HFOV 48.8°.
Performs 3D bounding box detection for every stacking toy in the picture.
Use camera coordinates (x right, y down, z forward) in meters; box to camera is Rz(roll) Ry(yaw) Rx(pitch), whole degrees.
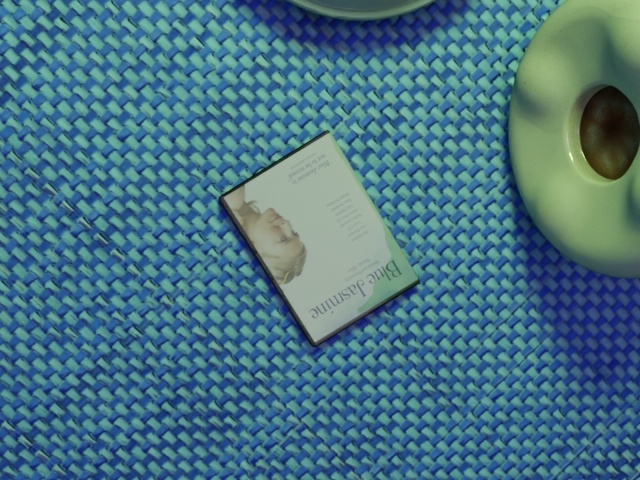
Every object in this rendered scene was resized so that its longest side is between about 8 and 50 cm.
[{"bbox_3d":[0.523,-0.153,0.909,0.480,0.351,0.350,-8,97,-21],"label":"stacking toy"}]

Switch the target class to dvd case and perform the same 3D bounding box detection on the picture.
[{"bbox_3d":[0.000,0.000,0.984,0.180,0.022,0.253,-32,98,-1],"label":"dvd case"}]

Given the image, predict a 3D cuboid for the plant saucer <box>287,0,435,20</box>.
[{"bbox_3d":[0.056,-0.466,0.824,0.401,0.100,0.400,-1,107,-3],"label":"plant saucer"}]
